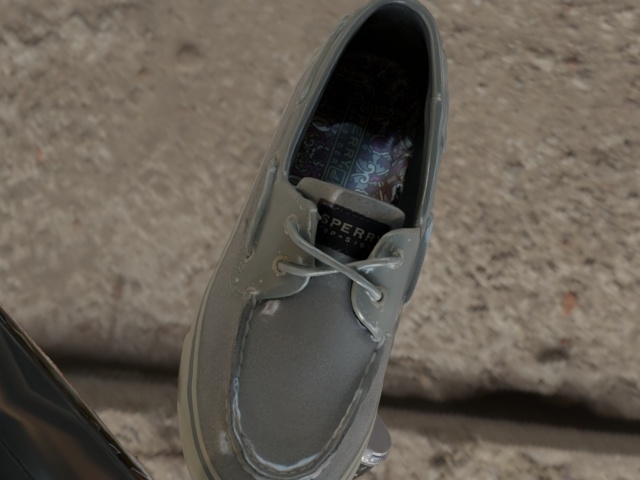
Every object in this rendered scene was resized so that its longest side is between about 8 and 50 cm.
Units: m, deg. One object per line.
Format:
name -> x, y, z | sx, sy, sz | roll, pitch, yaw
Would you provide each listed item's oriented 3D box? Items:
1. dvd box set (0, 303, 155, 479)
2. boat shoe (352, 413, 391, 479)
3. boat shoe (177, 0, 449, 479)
dvd box set -> -0.163, 0.189, 0.510 | 0.307, 0.062, 0.420 | 50, 131, 0
boat shoe -> -0.001, 0.103, 1.081 | 0.049, 0.142, 0.040 | 0, 140, -45
boat shoe -> 0.001, 0.000, 0.601 | 0.079, 0.081, 0.227 | 17, 61, -5
